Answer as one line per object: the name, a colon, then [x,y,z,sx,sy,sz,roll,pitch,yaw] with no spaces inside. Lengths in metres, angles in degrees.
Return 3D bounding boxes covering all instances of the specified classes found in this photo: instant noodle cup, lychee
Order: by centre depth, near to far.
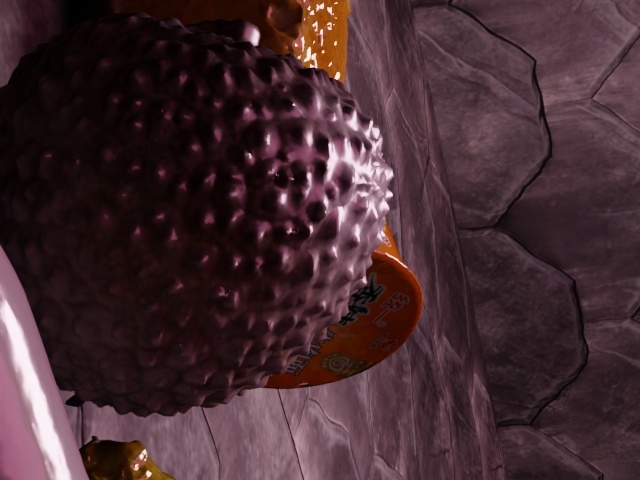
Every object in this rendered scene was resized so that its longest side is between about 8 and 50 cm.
lychee: [-0.091,-0.019,1.122,0.300,0.300,0.300,-8,90,-77]
instant noodle cup: [-0.028,0.007,1.578,0.230,0.230,0.182,66,12,-51]

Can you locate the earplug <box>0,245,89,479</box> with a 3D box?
earplug: [-0.212,0.086,0.873,0.172,0.172,0.301,-39,114,-75]

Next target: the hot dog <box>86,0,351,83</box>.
hot dog: [-0.090,-0.227,1.405,0.185,0.223,0.405,49,45,-65]

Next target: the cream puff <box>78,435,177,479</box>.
cream puff: [-0.153,0.189,1.111,0.116,0.146,0.146,65,13,1]
